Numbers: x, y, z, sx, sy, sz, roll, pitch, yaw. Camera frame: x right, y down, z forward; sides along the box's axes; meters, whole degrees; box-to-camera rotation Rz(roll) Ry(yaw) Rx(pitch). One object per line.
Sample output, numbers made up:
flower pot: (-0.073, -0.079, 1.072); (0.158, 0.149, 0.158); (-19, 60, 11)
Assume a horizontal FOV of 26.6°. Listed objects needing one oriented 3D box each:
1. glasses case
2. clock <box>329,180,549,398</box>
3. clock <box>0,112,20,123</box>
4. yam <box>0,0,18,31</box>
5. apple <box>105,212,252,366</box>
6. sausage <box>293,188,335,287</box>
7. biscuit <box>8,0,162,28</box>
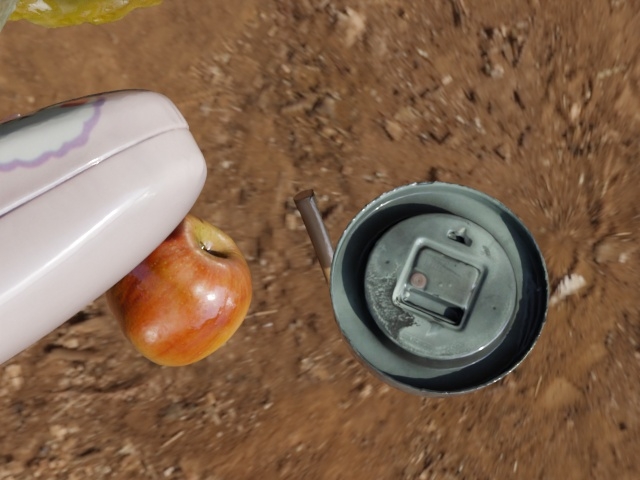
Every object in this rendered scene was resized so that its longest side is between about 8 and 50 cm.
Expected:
glasses case: (-0.172, 0.036, 0.459); (0.297, 0.113, 0.075); (-30, 89, -14)
clock: (0.114, 0.048, 1.320); (0.215, 0.042, 0.215); (1, 72, -4)
clock: (-0.320, -0.047, 1.420); (0.275, 0.290, 0.080); (-23, 118, 12)
yam: (-0.177, -0.184, 0.491); (0.161, 0.268, 0.161); (7, 57, -11)
apple: (-0.180, 0.064, 1.693); (0.199, 0.199, 0.199); (0, 90, 10)
sausage: (0.000, 0.000, 1.503); (0.026, 0.026, 0.116); (-17, 108, 10)
biscuit: (-0.251, -0.392, 1.441); (0.078, 0.329, 0.335); (22, 128, 46)
